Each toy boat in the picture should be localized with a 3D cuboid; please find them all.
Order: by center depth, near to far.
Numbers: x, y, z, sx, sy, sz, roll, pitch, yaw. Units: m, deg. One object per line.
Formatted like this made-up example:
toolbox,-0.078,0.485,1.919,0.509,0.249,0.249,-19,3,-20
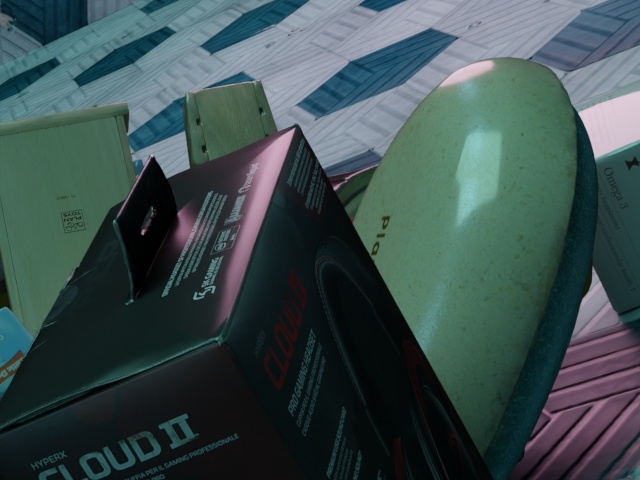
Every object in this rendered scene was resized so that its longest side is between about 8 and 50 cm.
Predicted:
toy boat,0.073,0.025,0.969,0.267,0.148,0.318,-70,19,-2

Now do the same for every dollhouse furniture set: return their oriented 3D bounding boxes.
dollhouse furniture set,-0.182,0.022,1.492,0.286,0.198,0.303,-11,-16,-11

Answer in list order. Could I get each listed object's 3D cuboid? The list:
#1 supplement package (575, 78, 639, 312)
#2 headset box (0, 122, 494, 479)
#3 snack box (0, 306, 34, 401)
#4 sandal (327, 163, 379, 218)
supplement package,0.242,-0.050,1.007,0.179,0.105,0.105,-25,19,15
headset box,-0.015,0.103,0.691,0.110,0.293,0.218,-24,19,16
snack box,-0.349,0.184,1.200,0.322,0.060,0.187,-36,-8,-19
sandal,-0.002,0.001,1.229,0.120,0.086,0.303,-11,9,34
